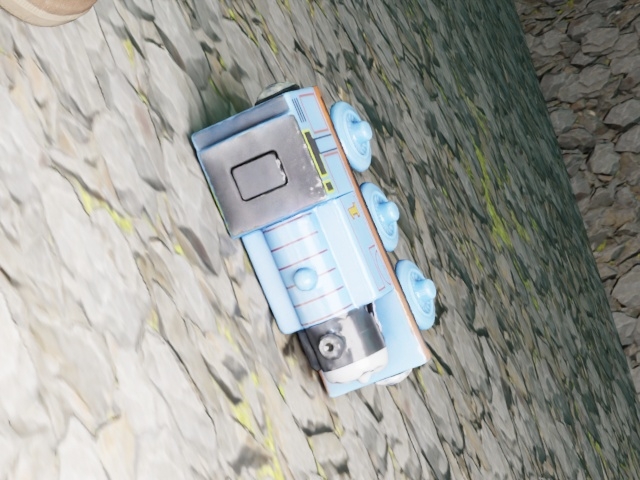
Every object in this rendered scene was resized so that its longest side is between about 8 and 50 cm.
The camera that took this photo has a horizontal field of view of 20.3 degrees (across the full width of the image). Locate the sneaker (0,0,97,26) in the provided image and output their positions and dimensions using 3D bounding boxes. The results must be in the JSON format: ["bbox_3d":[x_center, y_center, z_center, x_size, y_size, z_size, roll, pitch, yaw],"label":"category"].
[{"bbox_3d":[-0.123,-0.145,0.760,0.066,0.071,0.188,70,14,15],"label":"sneaker"}]

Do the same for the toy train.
[{"bbox_3d":[0.000,0.000,0.990,0.184,0.080,0.105,68,22,-1],"label":"toy train"}]
